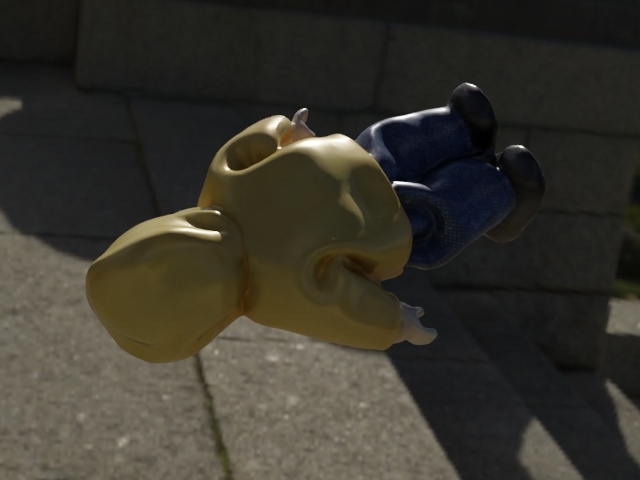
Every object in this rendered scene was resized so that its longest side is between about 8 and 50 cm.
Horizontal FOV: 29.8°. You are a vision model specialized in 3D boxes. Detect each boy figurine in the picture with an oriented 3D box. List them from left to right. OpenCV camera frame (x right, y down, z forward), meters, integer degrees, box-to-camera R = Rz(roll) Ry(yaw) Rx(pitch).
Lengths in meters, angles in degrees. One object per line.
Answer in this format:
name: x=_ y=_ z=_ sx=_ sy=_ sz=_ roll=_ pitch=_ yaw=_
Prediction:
boy figurine: x=0.000 y=0.000 z=0.721 sx=0.285 sy=0.092 sz=0.177 roll=-24 pitch=64 yaw=-25
